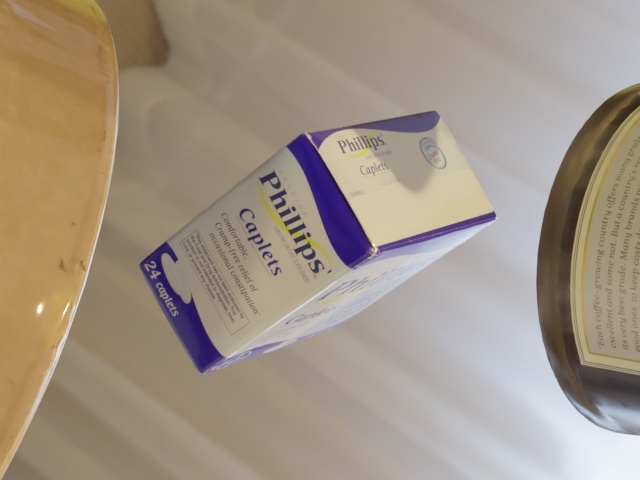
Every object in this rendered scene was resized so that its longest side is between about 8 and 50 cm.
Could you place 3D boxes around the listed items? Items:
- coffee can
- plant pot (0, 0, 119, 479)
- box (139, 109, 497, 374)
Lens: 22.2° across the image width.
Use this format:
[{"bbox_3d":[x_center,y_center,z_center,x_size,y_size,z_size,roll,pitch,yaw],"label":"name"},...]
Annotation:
[{"bbox_3d":[0.279,0.023,0.832,0.201,0.275,0.202,-7,100,-43],"label":"coffee can"},{"bbox_3d":[-0.226,-0.015,0.520,0.229,0.263,0.263,27,97,-30],"label":"plant pot"},{"bbox_3d":[0.000,0.000,0.864,0.137,0.072,0.126,-37,168,34],"label":"box"}]
